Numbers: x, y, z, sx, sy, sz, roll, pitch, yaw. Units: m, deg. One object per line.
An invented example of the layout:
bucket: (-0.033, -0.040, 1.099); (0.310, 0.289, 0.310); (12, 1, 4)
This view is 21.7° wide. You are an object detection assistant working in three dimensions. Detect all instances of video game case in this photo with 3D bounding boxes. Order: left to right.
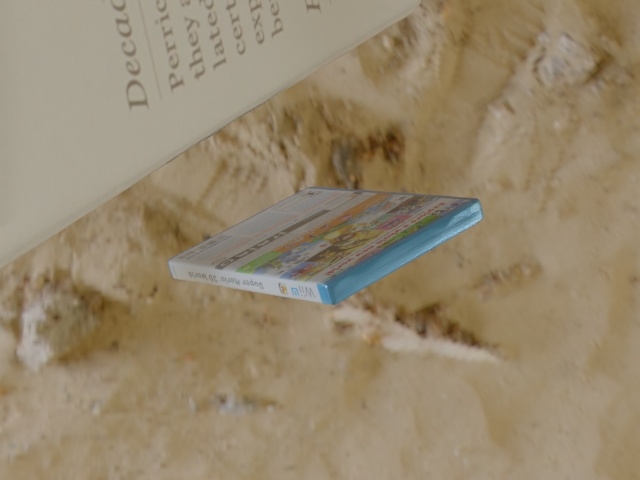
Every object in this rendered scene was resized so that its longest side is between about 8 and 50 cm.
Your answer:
video game case: (0.000, 0.000, 0.988); (0.119, 0.166, 0.015); (-28, 110, -31)

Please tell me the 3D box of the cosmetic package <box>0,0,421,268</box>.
cosmetic package: (-0.204, -0.189, 0.710); (0.329, 0.393, 0.327); (-3, 111, 30)
